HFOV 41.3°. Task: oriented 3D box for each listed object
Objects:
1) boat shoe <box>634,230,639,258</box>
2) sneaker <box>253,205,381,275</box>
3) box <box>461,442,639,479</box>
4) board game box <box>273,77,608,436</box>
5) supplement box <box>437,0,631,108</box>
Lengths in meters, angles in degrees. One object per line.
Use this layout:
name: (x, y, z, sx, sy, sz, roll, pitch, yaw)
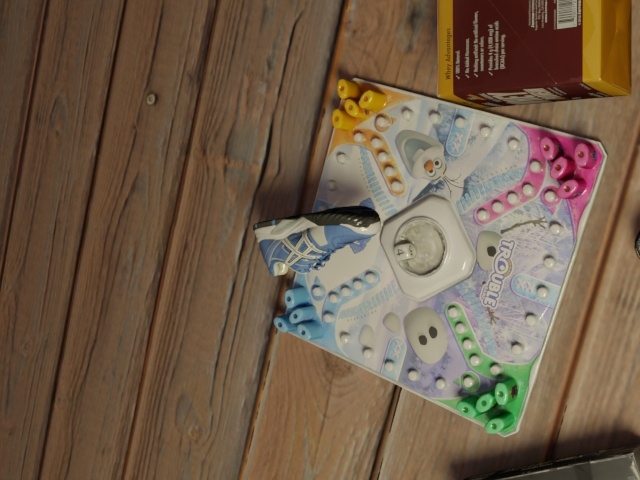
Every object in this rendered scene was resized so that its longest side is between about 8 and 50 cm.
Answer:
boat shoe: (0.441, 0.029, 0.916, 0.206, 0.065, 0.075, 20, 99, 31)
sneaker: (0.000, 0.000, 1.156, 0.211, 0.080, 0.081, -9, 92, 44)
box: (0.313, 0.416, 1.003, 0.242, 0.076, 0.308, -22, 78, 32)
board game box: (0.134, 0.010, 1.135, 0.389, 0.050, 0.390, 22, 103, 32)
supplement box: (0.252, -0.264, 1.002, 0.194, 0.129, 0.192, 1, 92, 34)
